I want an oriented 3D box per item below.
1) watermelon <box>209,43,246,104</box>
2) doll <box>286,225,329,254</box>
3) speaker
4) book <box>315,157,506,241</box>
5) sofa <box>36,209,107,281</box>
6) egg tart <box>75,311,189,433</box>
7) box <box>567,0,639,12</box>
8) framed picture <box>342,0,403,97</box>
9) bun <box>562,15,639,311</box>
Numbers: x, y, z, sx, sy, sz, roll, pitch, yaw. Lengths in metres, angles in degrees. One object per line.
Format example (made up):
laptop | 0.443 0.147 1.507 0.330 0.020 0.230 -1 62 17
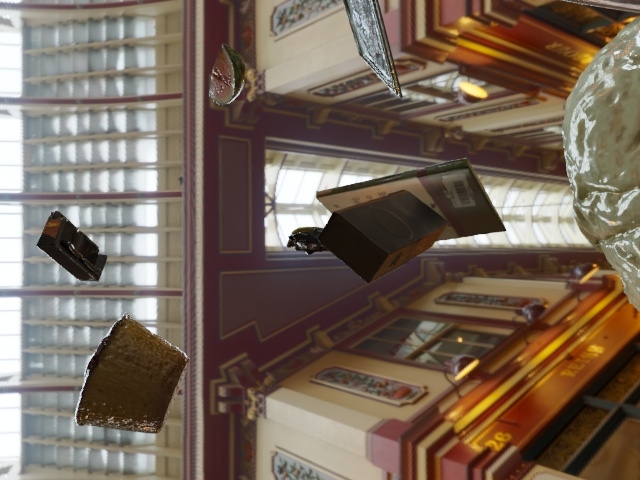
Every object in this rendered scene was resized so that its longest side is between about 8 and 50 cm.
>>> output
watermelon | -0.220 -0.407 1.455 0.069 0.163 0.087 -29 -108 -38
doll | 0.002 -0.002 1.697 0.127 0.248 0.088 52 -128 -36
speaker | 0.084 -0.013 0.705 0.044 0.082 0.218 -57 -19 25
book | 0.158 -0.052 1.022 0.201 0.289 0.026 44 -132 -45
sofa | -0.479 0.012 1.141 0.147 0.060 0.085 65 -153 -54
egg tart | -0.346 0.253 1.069 0.170 0.215 0.215 20 -105 -6
box | 0.488 -0.506 0.862 0.229 0.339 0.239 -41 -51 -4
framed picture | 0.106 -0.497 1.349 0.018 0.231 0.293 -29 -40 -1
bun | 0.381 -0.043 0.546 0.352 0.227 0.349 39 -133 1
